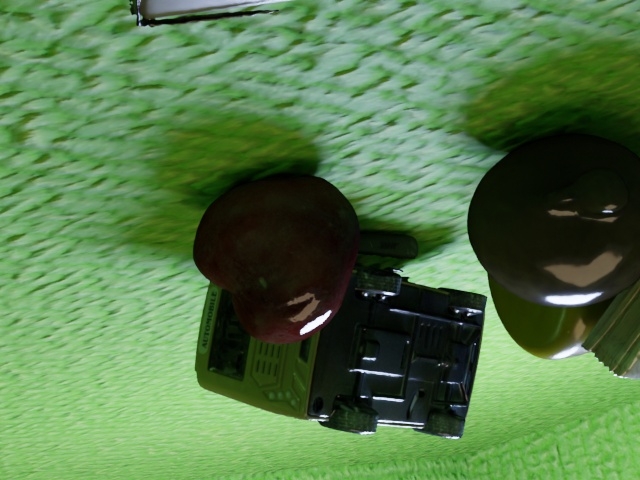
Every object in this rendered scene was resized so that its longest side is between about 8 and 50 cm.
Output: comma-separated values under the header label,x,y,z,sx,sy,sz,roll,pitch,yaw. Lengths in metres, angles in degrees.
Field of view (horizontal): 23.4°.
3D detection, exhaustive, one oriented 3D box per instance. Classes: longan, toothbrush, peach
label,x,y,z,sx,sy,sz,roll,pitch,yaw
longan,0.228,-0.021,1.418,0.184,0.159,0.204,-5,167,-12
toothbrush,0.000,0.000,1.571,0.297,0.030,0.030,4,148,-46
peach,-0.033,0.009,1.377,0.152,0.152,0.152,-12,165,-3

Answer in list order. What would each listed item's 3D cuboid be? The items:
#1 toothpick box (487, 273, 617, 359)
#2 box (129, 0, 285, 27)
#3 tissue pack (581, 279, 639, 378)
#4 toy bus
label,x,y,z,sx,sy,sz,roll,pitch,yaw
toothpick box,0.329,0.020,1.642,0.271,0.175,0.175,-10,166,-25
box,0.030,-0.197,0.711,0.251,0.106,0.203,-9,164,-10
tissue pack,0.401,-0.003,1.487,0.170,0.071,0.325,6,122,-49
toy bus,0.035,0.111,1.688,0.201,0.177,0.365,9,176,32
